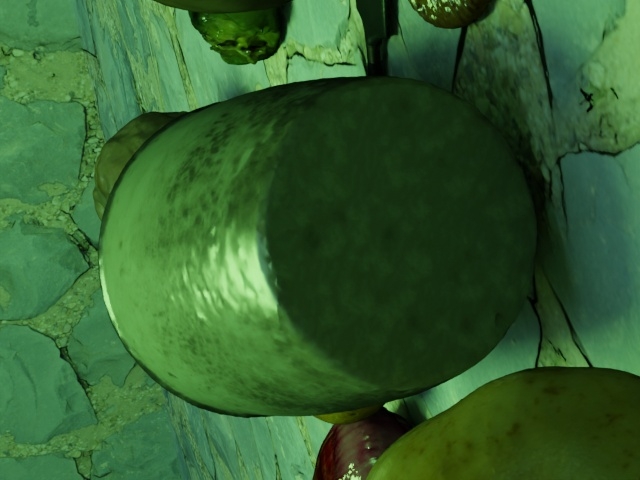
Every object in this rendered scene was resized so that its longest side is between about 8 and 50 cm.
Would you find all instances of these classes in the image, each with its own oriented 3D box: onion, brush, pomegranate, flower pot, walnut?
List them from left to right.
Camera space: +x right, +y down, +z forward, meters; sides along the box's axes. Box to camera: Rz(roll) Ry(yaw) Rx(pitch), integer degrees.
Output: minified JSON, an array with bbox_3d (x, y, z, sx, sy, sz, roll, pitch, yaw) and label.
[{"bbox_3d":[-0.178,-0.052,1.573,0.227,0.273,0.273,-70,19,-1],"label":"walnut"},{"bbox_3d":[0.000,0.000,0.957,0.330,0.294,0.293,-15,92,66],"label":"flower pot"},{"bbox_3d":[0.046,0.292,1.294,0.230,0.163,0.230,174,90,-82],"label":"onion"},{"bbox_3d":[0.047,-0.187,1.053,0.063,0.016,0.193,-123,23,-46],"label":"brush"},{"bbox_3d":[0.149,0.225,0.706,0.307,0.307,0.307,163,90,-74],"label":"pomegranate"}]

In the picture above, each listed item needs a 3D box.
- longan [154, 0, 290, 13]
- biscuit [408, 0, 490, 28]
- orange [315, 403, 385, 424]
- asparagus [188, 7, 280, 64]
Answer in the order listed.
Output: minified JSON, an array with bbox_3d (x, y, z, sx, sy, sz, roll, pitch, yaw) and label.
[{"bbox_3d":[-0.101,-0.322,0.952,0.243,0.300,0.300,-55,49,37],"label":"longan"},{"bbox_3d":[0.078,-0.244,0.871,0.188,0.027,0.187,163,90,-73],"label":"biscuit"},{"bbox_3d":[0.014,0.113,1.237,0.159,0.136,0.159,-175,90,-74],"label":"orange"},{"bbox_3d":[-0.094,-0.303,1.255,0.382,0.108,0.128,89,156,-49],"label":"asparagus"}]
